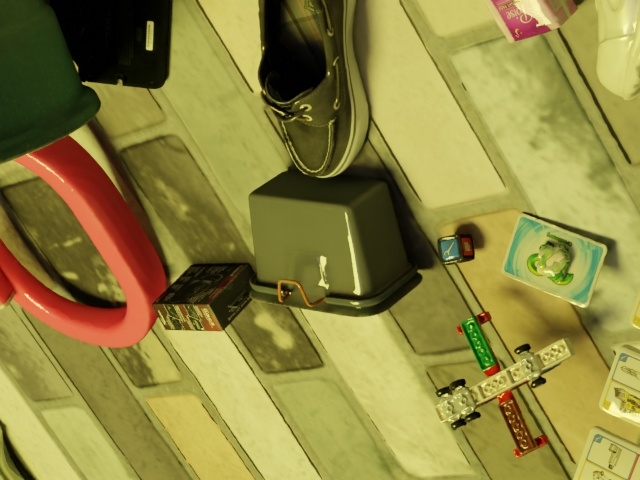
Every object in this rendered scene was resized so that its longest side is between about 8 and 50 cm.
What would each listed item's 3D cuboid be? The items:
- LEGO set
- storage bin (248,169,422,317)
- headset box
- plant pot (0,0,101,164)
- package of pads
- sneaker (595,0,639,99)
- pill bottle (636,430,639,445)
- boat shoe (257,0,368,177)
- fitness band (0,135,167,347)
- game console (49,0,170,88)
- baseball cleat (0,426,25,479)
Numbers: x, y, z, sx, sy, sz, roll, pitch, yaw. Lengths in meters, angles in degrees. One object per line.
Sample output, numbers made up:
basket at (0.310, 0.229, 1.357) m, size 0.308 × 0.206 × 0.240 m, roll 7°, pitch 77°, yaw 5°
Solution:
LEGO set at (0.184, 0.082, 1.213) m, size 0.244 × 0.060 × 0.182 m, roll 23°, pitch 103°, yaw 30°
storage bin at (0.000, 0.000, 1.296) m, size 0.135 × 0.098 × 0.091 m, roll 7°, pitch 119°, yaw 37°
headset box at (-0.099, 0.051, 1.447) m, size 0.083 × 0.062 × 0.032 m, roll -1°, pitch 125°, yaw 41°
plant pot at (-0.371, -0.220, 1.223) m, size 0.341 × 0.341 × 0.334 m, roll 2°, pitch 111°, yaw 41°
package of pads at (0.126, -0.173, 1.064) m, size 0.050 × 0.032 × 0.083 m, roll -14°, pitch 115°, yaw 50°
sneaker at (0.183, -0.196, 0.961) m, size 0.115 × 0.090 × 0.232 m, roll 27°, pitch 131°, yaw 30°
pill bottle at (0.295, 0.206, 1.225) m, size 0.087 × 0.087 × 0.160 m, roll 6°, pitch 129°, yaw 38°
boat shoe at (-0.013, -0.127, 1.193) m, size 0.080 × 0.076 × 0.228 m, roll 26°, pitch 139°, yaw 21°
fitness band at (-0.263, -0.006, 1.507) m, size 0.209 × 0.054 × 0.291 m, roll -1°, pitch 134°, yaw 33°
game console at (-0.174, -0.194, 1.325) m, size 0.107 × 0.071 × 0.122 m, roll 6°, pitch 137°, yaw -2°
baseball cleat at (-0.402, 0.263, 1.910) m, size 0.109 × 0.072 × 0.206 m, roll 1°, pitch 123°, yaw 49°
